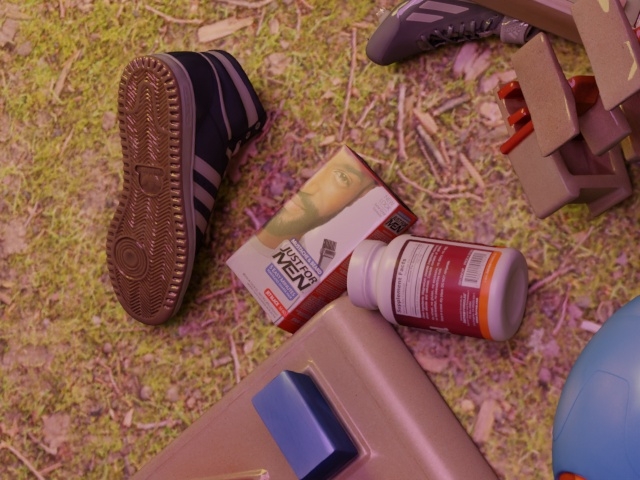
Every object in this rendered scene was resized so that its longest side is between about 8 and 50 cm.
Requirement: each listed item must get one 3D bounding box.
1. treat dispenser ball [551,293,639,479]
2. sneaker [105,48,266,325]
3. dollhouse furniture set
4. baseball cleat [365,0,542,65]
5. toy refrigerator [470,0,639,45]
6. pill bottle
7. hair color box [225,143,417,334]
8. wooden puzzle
[{"bbox_3d":[0.316,0.161,1.030,0.288,0.288,0.288,-7,73,24],"label":"treat dispenser ball"},{"bbox_3d":[-0.134,-0.060,1.424,0.099,0.153,0.282,16,113,25],"label":"sneaker"},{"bbox_3d":[0.262,-0.131,1.168,0.259,0.262,0.135,-39,61,49],"label":"dollhouse furniture set"},{"bbox_3d":[0.142,-0.213,1.340,0.206,0.072,0.109,-36,70,16],"label":"baseball cleat"},{"bbox_3d":[0.174,-0.264,1.254,0.269,0.094,0.102,22,87,-3],"label":"toy refrigerator"},{"bbox_3d":[0.106,0.040,1.276,0.152,0.086,0.086,8,80,26],"label":"pill bottle"},{"bbox_3d":[0.000,0.000,1.357,0.167,0.053,0.093,-45,62,7],"label":"hair color box"},{"bbox_3d":[-0.019,0.265,1.278,0.348,0.080,0.322,-40,63,10],"label":"wooden puzzle"}]
